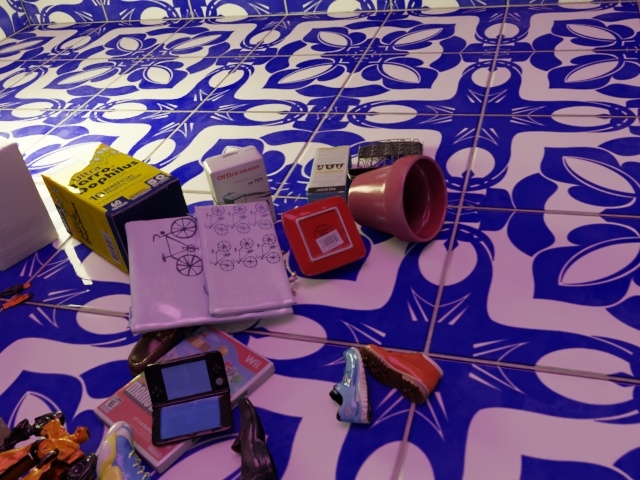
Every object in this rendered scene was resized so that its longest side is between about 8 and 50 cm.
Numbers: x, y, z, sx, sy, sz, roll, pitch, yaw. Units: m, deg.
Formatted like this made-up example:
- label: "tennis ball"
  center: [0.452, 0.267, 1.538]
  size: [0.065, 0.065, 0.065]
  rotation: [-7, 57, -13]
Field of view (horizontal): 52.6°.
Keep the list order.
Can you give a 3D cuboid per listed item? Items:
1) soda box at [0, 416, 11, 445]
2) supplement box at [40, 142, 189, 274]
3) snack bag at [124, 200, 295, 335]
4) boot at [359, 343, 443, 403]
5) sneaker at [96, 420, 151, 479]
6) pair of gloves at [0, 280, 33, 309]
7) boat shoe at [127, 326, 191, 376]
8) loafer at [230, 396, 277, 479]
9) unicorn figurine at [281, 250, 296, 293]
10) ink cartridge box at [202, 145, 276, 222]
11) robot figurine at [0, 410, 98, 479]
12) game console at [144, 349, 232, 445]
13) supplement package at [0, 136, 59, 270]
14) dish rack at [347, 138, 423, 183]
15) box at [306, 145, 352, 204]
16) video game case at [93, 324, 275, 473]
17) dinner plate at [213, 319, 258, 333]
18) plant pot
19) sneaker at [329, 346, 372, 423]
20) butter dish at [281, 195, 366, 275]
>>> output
- label: "soda box"
  center: [-0.635, 0.393, 1.139]
  size: [0.058, 0.061, 0.181]
  rotation: [9, 40, 23]
- label: "supplement box"
  center: [-0.512, -0.085, 1.643]
  size: [0.356, 0.195, 0.194]
  rotation: [24, 48, 38]
- label: "snack bag"
  center: [-0.251, 0.045, 1.405]
  size: [0.342, 0.037, 0.323]
  rotation: [-6, 49, -13]
- label: "boot"
  center: [0.148, 0.229, 1.191]
  size: [0.157, 0.059, 0.084]
  rotation: [30, 48, 30]
- label: "sneaker"
  center: [-0.300, 0.403, 1.045]
  size: [0.126, 0.091, 0.240]
  rotation: [3, 41, -6]
- label: "pair of gloves"
  center: [-0.732, 0.130, 1.560]
  size: [0.074, 0.010, 0.083]
  rotation: [-23, 37, -17]
- label: "boat shoe"
  center: [-0.329, 0.186, 1.341]
  size: [0.073, 0.073, 0.207]
  rotation: [13, 43, 22]
- label: "loafer"
  center: [-0.124, 0.339, 1.099]
  size: [0.061, 0.062, 0.170]
  rotation: [-20, 36, -6]
- label: "unicorn figurine"
  center: [-0.123, 0.069, 1.460]
  size: [0.111, 0.060, 0.162]
  rotation: [-17, 34, -17]
- label: "ink cartridge box"
  center: [-0.201, -0.122, 1.625]
  size: [0.139, 0.191, 0.082]
  rotation: [-19, 37, -12]
- label: "robot figurine"
  center: [-0.507, 0.412, 1.066]
  size: [0.291, 0.085, 0.211]
  rotation: [-34, 43, -28]
- label: "game console"
  center: [-0.236, 0.276, 1.147]
  size: [0.143, 0.124, 0.085]
  rotation: [-11, 11, -4]
- label: "supplement package"
  center: [-0.839, -0.105, 1.663]
  size: [0.175, 0.293, 0.177]
  rotation: [22, 46, 35]
- label: "dish rack"
  center: [0.188, -0.221, 1.770]
  size: [0.208, 0.074, 0.272]
  rotation: [-1, 37, 10]
- label: "box"
  center: [0.028, -0.170, 1.746]
  size: [0.100, 0.060, 0.244]
  rotation: [-3, 37, 9]
- label: "video game case"
  center: [-0.255, 0.284, 1.229]
  size: [0.204, 0.025, 0.285]
  rotation: [24, 47, 36]
- label: "dinner plate"
  center: [-0.191, 0.148, 1.408]
  size: [0.141, 0.017, 0.141]
  rotation: [-7, 35, 5]
- label: "plant pot"
  center: [0.173, -0.097, 1.523]
  size: [0.180, 0.201, 0.201]
  rotation: [3, 35, 41]
- label: "sneaker"
  center: [0.049, 0.258, 1.166]
  size: [0.073, 0.064, 0.162]
  rotation: [-10, 36, 5]
- label: "butter dish"
  center: [0.000, 0.000, 1.488]
  size: [0.160, 0.118, 0.160]
  rotation: [-19, 77, -15]
